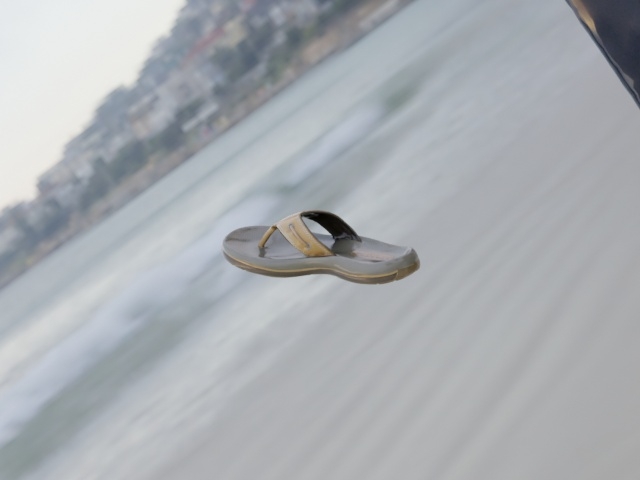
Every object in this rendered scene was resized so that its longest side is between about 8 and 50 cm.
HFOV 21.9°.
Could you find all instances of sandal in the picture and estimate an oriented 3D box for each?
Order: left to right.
[{"bbox_3d":[0.000,0.000,1.389,0.180,0.049,0.072,7,26,30],"label":"sandal"}]

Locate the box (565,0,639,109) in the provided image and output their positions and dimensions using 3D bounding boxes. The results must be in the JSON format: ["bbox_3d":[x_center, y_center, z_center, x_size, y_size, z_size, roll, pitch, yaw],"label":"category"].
[{"bbox_3d":[0.493,-0.236,1.339,0.480,0.472,0.297,-35,-2,29],"label":"box"}]
